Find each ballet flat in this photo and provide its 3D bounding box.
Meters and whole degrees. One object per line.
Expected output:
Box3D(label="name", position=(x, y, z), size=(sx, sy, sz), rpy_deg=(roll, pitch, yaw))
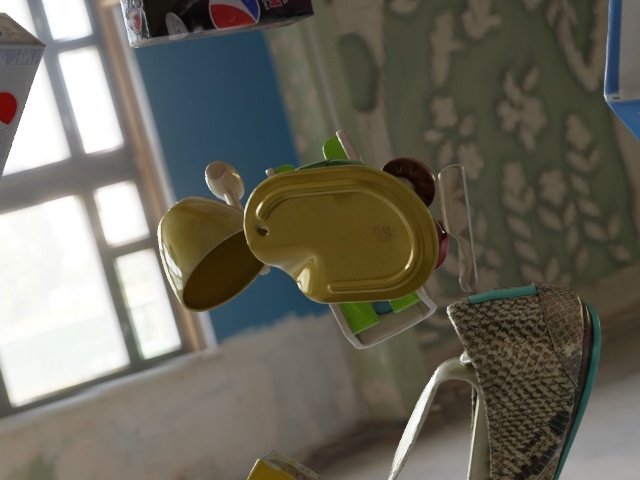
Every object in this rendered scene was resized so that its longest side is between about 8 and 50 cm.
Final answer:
Box3D(label="ballet flat", position=(0.152, 0.258, 1.391), size=(0.182, 0.482, 0.164), rpy_deg=(0, 25, -5))

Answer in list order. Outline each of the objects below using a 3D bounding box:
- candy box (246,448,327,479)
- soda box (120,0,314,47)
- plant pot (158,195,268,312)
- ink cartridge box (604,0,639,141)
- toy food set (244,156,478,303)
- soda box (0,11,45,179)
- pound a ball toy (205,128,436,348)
Box3D(label="candy box", position=(0.039, 0.234, 1.159), size=(0.027, 0.206, 0.105), rpy_deg=(-59, -6, 1))
Box3D(label="soda box", position=(-0.094, -0.218, 1.329), size=(0.169, 0.053, 0.060), rpy_deg=(-13, 3, -27))
Box3D(label="plant pot", position=(-0.135, 0.003, 1.681), size=(0.134, 0.095, 0.134), rpy_deg=(-33, -27, -19))
Box3D(label="ink cartridge box", position=(0.348, -0.139, 0.983), size=(0.166, 0.285, 0.395), rpy_deg=(-8, -27, 33))
Box3D(label="toy food set", position=(0.044, -0.018, 1.217), size=(0.218, 0.128, 0.071), rpy_deg=(-3, 28, 30))
Box3D(label="soda box", position=(-0.347, -0.115, 1.417), size=(0.074, 0.216, 0.069), rpy_deg=(40, 28, 30))
Box3D(label="pound a ball toy", position=(0.000, 0.000, 2.008), size=(0.208, 0.319, 0.136), rpy_deg=(-29, -21, 5))
